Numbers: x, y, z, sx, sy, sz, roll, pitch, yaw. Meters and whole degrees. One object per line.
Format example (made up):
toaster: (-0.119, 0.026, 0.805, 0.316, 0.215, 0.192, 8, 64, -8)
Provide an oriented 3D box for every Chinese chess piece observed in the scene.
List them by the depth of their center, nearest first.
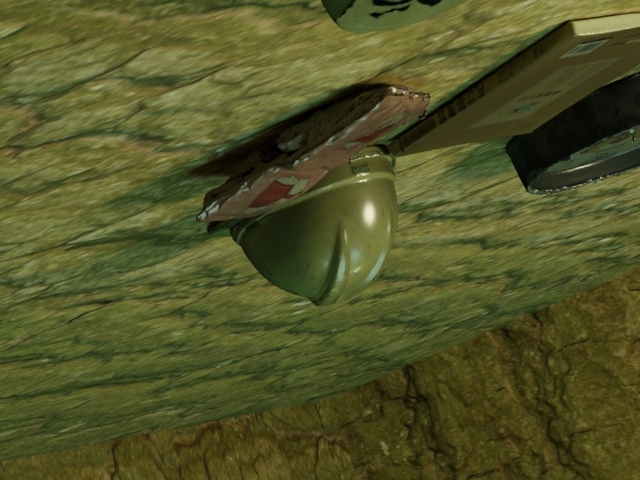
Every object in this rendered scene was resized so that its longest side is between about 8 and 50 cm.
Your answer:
Chinese chess piece: (0.067, -0.201, 1.313, 0.144, 0.058, 0.144, -18, 169, -4)

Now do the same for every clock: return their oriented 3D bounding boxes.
clock: (0.383, -0.139, 2.227, 0.312, 0.061, 0.312, -19, 170, -3)

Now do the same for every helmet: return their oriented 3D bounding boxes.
helmet: (-0.001, 0.004, 2.036, 0.204, 0.137, 0.257, -14, 168, -31)

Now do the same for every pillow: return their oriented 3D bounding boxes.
pillow: (-0.008, -0.089, 1.794, 0.248, 0.049, 0.135, -30, 167, 28)

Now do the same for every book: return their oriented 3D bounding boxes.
book: (0.241, -0.168, 1.922, 0.217, 0.021, 0.310, -12, 167, -38)
